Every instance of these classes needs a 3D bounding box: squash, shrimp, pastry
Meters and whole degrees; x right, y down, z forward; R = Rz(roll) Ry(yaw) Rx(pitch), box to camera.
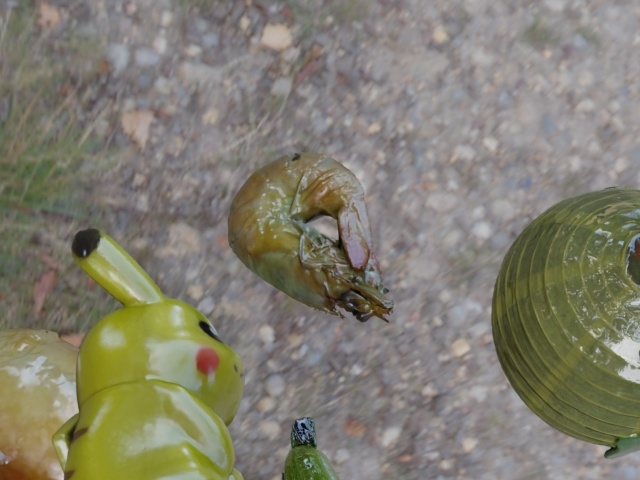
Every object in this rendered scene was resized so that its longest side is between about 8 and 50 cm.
[{"bbox_3d":[0.019,0.313,1.539,0.071,0.080,0.318,17,25,-29],"label":"squash"},{"bbox_3d":[0.000,0.000,1.461,0.145,0.267,0.061,-47,132,1],"label":"shrimp"},{"bbox_3d":[-0.298,0.279,1.709,0.409,0.409,0.245,35,69,-2],"label":"pastry"}]

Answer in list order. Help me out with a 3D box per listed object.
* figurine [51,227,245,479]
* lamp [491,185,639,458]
[{"bbox_3d":[-0.151,0.174,1.291,0.169,0.218,0.327,-2,49,1],"label":"figurine"},{"bbox_3d":[0.281,0.057,1.323,0.250,0.284,0.250,1,64,-2],"label":"lamp"}]
